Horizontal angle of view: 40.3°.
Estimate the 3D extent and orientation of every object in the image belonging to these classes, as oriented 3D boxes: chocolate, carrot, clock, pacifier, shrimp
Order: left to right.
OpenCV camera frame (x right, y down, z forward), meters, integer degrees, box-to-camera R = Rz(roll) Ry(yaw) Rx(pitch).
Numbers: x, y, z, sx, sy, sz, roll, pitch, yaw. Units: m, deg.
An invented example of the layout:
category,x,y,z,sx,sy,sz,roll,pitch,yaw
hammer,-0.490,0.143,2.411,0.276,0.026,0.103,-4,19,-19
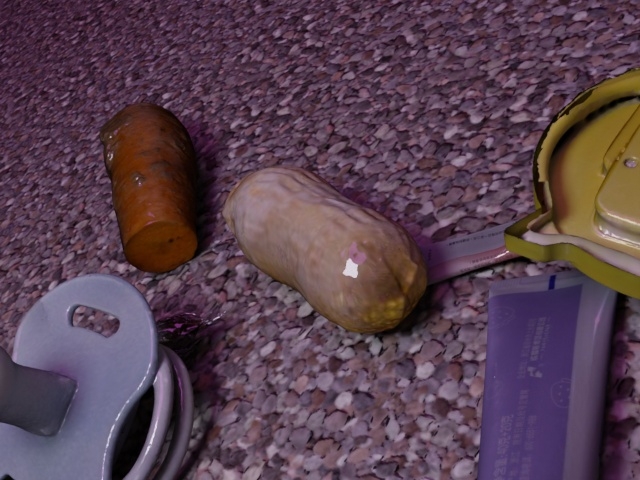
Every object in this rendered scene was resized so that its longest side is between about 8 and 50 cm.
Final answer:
category,x,y,z,sx,sy,sz,roll,pitch,yaw
pacifier,-0.287,0.161,0.875,0.244,0.233,0.299,9,75,37
carrot,-0.233,-0.089,1.224,0.139,0.138,0.301,-30,44,5
shrimp,-0.177,0.116,1.011,0.165,0.065,0.056,-18,72,12
chocolate,0.000,0.000,0.949,0.134,0.134,0.309,-45,39,-14
clock,0.331,-0.046,0.784,0.277,0.071,0.293,28,62,34

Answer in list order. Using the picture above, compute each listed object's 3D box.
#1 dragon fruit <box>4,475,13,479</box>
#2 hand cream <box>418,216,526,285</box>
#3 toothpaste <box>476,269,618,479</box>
category,x,y,z,sx,sy,sz,roll,pitch,yaw
dragon fruit,-0.389,0.254,1.003,0.116,0.081,0.086,-21,22,-34
hand cream,0.179,0.007,0.888,0.216,0.038,0.052,-18,16,30
toothpaste,0.178,0.148,0.702,0.125,0.080,0.371,-12,38,27
